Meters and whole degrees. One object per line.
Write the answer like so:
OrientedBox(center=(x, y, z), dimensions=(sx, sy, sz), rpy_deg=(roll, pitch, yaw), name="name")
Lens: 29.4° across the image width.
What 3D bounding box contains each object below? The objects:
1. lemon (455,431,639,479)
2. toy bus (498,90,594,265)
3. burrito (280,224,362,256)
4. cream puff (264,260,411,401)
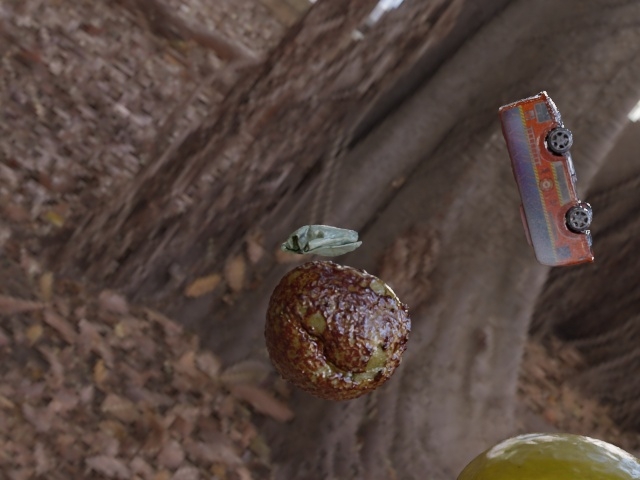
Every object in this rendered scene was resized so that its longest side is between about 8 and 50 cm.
OrientedBox(center=(0.266, 0.375, 1.309), dimensions=(0.348, 0.348, 0.348), rpy_deg=(36, 13, -10), name="lemon")
OrientedBox(center=(0.249, -0.065, 1.335), dimensions=(0.065, 0.077, 0.192), rpy_deg=(-32, 108, -74), name="toy bus")
OrientedBox(center=(-0.002, 0.001, 1.800), dimensions=(0.118, 0.074, 0.044), rpy_deg=(7, 72, -47), name="burrito")
OrientedBox(center=(0.014, 0.093, 1.180), dimensions=(0.149, 0.149, 0.084), rpy_deg=(37, 27, -6), name="cream puff")
